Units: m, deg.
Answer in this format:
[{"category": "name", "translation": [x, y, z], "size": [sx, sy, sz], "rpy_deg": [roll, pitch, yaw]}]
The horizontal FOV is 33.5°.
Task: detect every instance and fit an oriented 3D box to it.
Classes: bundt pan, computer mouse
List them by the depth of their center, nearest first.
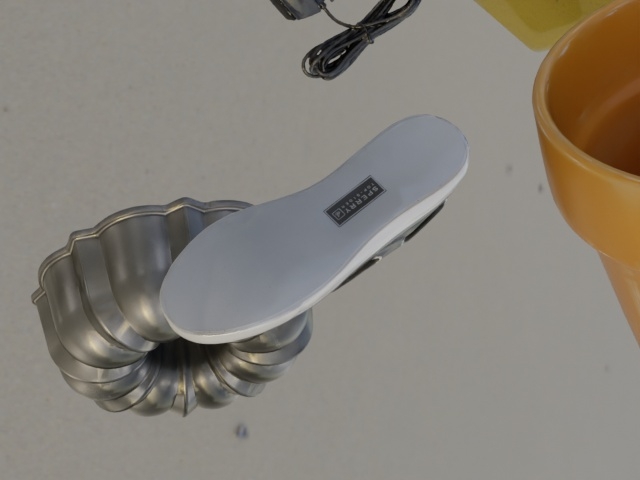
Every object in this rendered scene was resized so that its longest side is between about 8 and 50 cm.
[{"category": "computer mouse", "translation": [0.003, -0.327, 1.187], "size": [0.262, 0.184, 0.060], "rpy_deg": [57, 0, -12]}, {"category": "bundt pan", "translation": [-0.155, 0.099, 1.211], "size": [0.331, 0.331, 0.124], "rpy_deg": [48, 22, -54]}]

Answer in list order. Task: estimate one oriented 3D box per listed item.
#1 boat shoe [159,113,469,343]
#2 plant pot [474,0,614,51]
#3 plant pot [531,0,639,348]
[{"category": "boat shoe", "translation": [0.000, 0.000, 0.698], "size": [0.228, 0.080, 0.076], "rpy_deg": [-37, 159, -16]}, {"category": "plant pot", "translation": [0.203, -0.285, 0.879], "size": [0.212, 0.212, 0.187], "rpy_deg": [-48, 179, -25]}, {"category": "plant pot", "translation": [0.223, -0.012, 0.544], "size": [0.205, 0.205, 0.188], "rpy_deg": [-58, 142, -41]}]
